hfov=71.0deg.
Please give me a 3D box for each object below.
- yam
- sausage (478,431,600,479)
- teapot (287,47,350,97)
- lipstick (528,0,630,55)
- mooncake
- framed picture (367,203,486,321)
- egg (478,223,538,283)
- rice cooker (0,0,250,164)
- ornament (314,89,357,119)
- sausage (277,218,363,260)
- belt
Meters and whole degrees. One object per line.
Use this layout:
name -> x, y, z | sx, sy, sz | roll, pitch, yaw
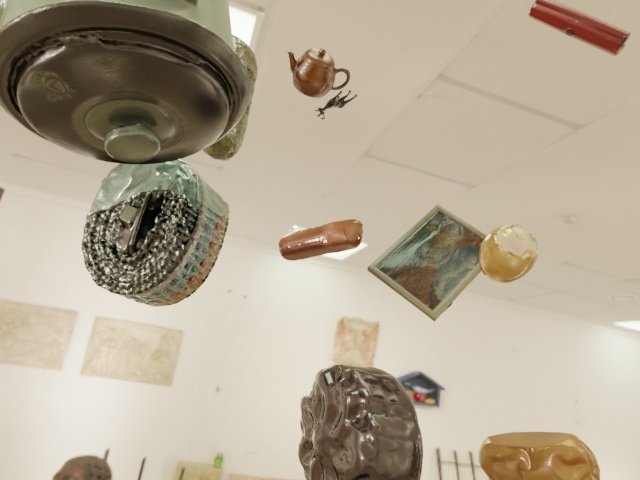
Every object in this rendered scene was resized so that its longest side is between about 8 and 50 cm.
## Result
yam -> -0.212, -0.318, 1.007 | 0.133, 0.330, 0.133 | -1, -32, 0
sausage -> 0.463, 0.485, 0.968 | 0.241, 0.136, 0.120 | -14, -4, 38
teapot -> -0.006, -0.421, 1.105 | 0.173, 0.116, 0.116 | 10, -16, -19
lipstick -> 0.751, -0.627, 1.307 | 0.280, 0.073, 0.073 | 38, -7, 21
mooncake -> 0.057, 0.370, 0.825 | 0.141, 0.282, 0.283 | 8, -15, -24
framed picture -> 0.251, 0.039, 0.975 | 0.184, 0.250, 0.016 | 39, -25, 27
egg -> 0.277, 0.023, 0.669 | 0.080, 0.080, 0.096 | 8, -30, 4
rice cooker -> -0.227, -0.231, 0.526 | 0.264, 0.316, 0.317 | 2, -10, -36
ornament -> 0.035, -0.365, 1.213 | 0.073, 0.028, 0.125 | -18, -6, -38
sausage -> 0.000, 0.000, 1.333 | 0.300, 0.089, 0.083 | -10, -38, 32
belt -> -0.283, -0.021, 0.778 | 0.207, 0.257, 0.150 | 10, -16, 10
